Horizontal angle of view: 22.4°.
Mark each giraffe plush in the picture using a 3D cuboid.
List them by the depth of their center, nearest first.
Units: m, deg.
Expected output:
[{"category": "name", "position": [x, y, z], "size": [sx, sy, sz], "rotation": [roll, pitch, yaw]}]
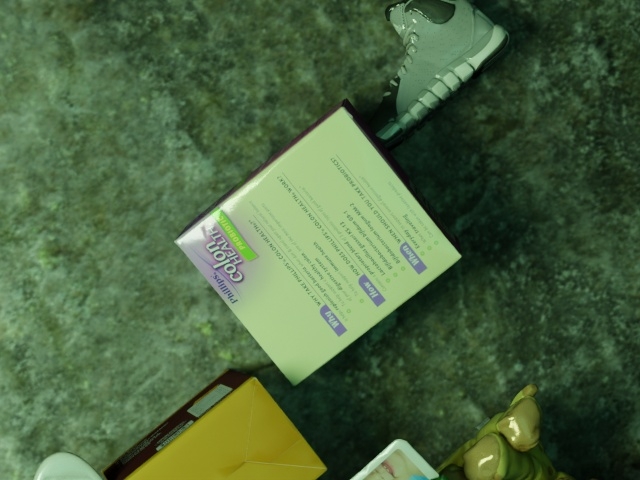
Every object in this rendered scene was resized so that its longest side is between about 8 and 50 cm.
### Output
[{"category": "giraffe plush", "position": [0.235, 0.284, 1.839], "size": [0.181, 0.210, 0.170], "rotation": [-44, 85, 16]}]

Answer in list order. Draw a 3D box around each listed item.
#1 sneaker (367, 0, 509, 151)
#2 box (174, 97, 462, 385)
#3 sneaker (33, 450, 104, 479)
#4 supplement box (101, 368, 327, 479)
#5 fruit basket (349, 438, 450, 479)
[{"category": "sneaker", "position": [0.102, -0.209, 1.912], "size": [0.228, 0.086, 0.132], "rotation": [-41, 84, -11]}, {"category": "box", "position": [0.000, 0.000, 1.822], "size": [0.243, 0.117, 0.213], "rotation": [-39, 96, 8]}, {"category": "sneaker", "position": [-0.253, 0.353, 1.767], "size": [0.104, 0.147, 0.296], "rotation": [-23, 106, -13]}, {"category": "supplement box", "position": [-0.123, 0.254, 1.782], "size": [0.191, 0.194, 0.129], "rotation": [-39, 96, -11]}, {"category": "fruit basket", "position": [0.066, 0.439, 1.714], "size": [0.353, 0.165, 0.327], "rotation": [-42, 90, 5]}]
